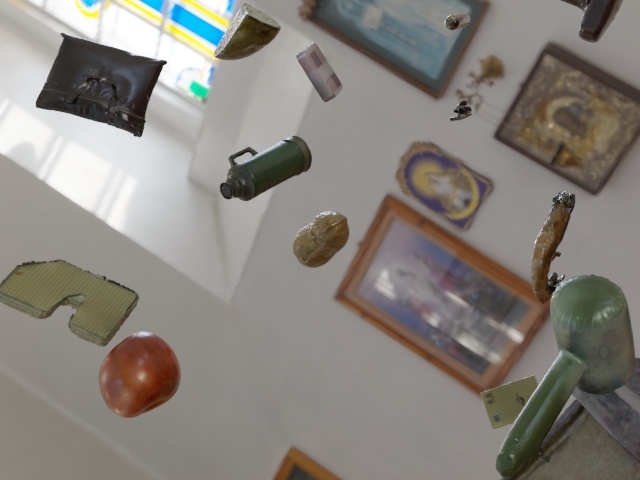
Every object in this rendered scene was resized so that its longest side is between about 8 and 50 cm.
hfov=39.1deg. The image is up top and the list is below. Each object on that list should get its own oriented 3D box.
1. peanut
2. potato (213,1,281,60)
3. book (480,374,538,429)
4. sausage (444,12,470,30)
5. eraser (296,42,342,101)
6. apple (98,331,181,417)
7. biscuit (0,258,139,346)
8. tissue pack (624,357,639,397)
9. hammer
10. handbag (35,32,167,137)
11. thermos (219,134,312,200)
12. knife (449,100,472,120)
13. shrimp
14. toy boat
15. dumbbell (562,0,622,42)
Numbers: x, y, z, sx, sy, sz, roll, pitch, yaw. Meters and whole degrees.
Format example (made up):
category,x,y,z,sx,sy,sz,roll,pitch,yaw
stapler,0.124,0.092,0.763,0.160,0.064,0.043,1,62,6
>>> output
category,x,y,z,sx,sy,sz,roll,pitch,yaw
peanut,0.000,0.000,2.014,0.108,0.095,0.226,-28,-7,-30
potato,-0.138,-0.369,1.692,0.120,0.081,0.149,-57,18,16
book,0.369,0.309,1.719,0.111,0.077,0.014,-19,-33,8
sausage,0.287,-0.458,1.878,0.033,0.032,0.269,-63,-6,20
eraser,-0.001,-0.318,1.702,0.026,0.105,0.065,-26,18,28
apple,-0.343,0.252,1.706,0.163,0.139,0.163,-29,-10,-5
biscuit,-0.501,0.115,1.794,0.147,0.249,0.046,-64,-5,-48
tissue pack,0.661,0.327,1.968,0.156,0.112,0.051,-59,-45,-33
hammer,0.366,0.223,1.370,0.335,0.118,0.206,-50,-45,-25
handbag,-0.501,-0.357,2.066,0.089,0.254,0.211,119,164,-67
thermos,-0.103,-0.128,1.612,0.187,0.073,0.083,-33,-68,-40
knife,0.295,-0.264,1.857,0.222,0.045,0.021,-4,-95,-85
shrimp,0.435,0.017,1.654,0.152,0.046,0.219,54,-129,-45
toy boat,0.460,0.358,1.507,0.111,0.276,0.294,24,-90,-37
dumbbell,0.348,-0.399,1.363,0.124,0.225,0.140,-49,-19,-46
